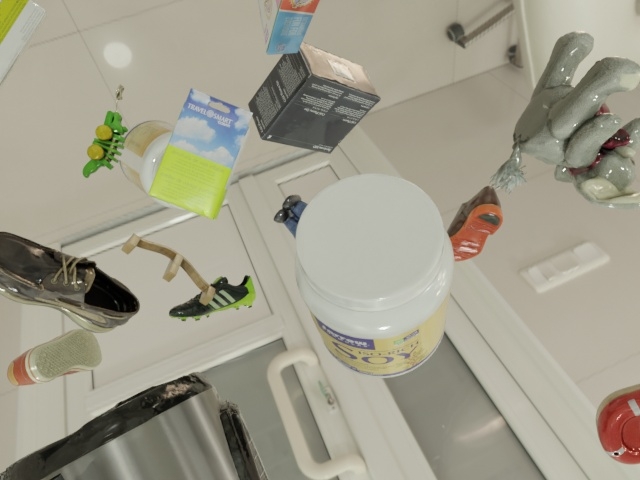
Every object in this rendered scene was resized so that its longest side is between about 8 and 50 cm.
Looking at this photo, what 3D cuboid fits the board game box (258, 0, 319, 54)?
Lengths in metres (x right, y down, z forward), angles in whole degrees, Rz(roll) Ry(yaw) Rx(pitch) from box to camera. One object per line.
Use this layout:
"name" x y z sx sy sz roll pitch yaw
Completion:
"board game box" -0.071 -0.520 0.845 0.064 0.316 0.242 -9 178 -14

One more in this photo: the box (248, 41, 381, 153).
"box" -0.025 -0.498 1.784 0.343 0.179 0.312 4 144 -43

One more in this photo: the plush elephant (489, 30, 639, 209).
"plush elephant" 0.526 -0.189 0.958 0.255 0.272 0.330 22 116 -9

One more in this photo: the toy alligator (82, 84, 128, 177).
"toy alligator" -0.390 -0.199 0.939 0.051 0.056 0.189 22 84 -9

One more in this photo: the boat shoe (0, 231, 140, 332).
"boat shoe" -0.521 0.076 1.028 0.130 0.132 0.355 -20 144 20

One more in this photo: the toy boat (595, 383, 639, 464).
"toy boat" 0.634 0.351 0.905 0.231 0.151 0.151 -31 104 27

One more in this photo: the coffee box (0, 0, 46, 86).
"coffee box" -0.973 -0.574 1.312 0.334 0.337 0.338 32 92 -34

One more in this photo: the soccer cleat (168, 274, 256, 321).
"soccer cleat" -0.215 0.112 0.988 0.179 0.060 0.072 -11 97 -31

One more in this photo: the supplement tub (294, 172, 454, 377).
"supplement tub" 0.091 0.070 0.815 0.241 0.241 0.331 -26 149 -4

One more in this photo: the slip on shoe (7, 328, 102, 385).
"slip on shoe" -0.690 0.311 1.319 0.101 0.123 0.331 -19 177 5

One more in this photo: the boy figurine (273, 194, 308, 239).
"boy figurine" 0.000 0.000 1.394 0.177 0.285 0.092 -52 163 16

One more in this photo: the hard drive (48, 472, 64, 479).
"hard drive" -0.303 0.348 0.550 0.094 0.135 0.022 -28 180 -36

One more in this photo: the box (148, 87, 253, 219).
"box" -0.185 -0.133 0.783 0.109 0.042 0.178 21 89 -5

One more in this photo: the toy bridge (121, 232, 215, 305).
"toy bridge" -0.270 0.048 0.914 0.188 0.063 0.026 39 114 -22

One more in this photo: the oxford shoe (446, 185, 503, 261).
"oxford shoe" 0.374 -0.032 1.257 0.097 0.098 0.271 16 147 -9

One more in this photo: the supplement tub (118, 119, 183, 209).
"supplement tub" -0.451 -0.227 1.493 0.228 0.316 0.228 -17 120 -33

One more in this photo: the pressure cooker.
"pressure cooker" -0.261 0.473 0.796 0.375 0.420 0.370 -34 168 27
